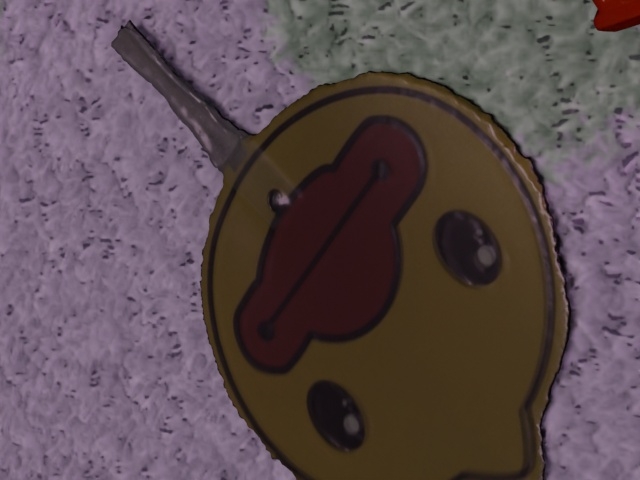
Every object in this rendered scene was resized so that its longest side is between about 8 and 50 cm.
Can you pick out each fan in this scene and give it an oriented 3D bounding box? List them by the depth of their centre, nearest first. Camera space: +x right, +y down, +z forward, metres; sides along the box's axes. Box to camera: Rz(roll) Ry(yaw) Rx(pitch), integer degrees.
[{"bbox_3d":[0.001,0.000,0.858,0.335,0.011,0.230,47,122,19],"label":"fan"}]

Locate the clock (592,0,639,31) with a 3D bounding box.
[{"bbox_3d":[0.167,-0.158,0.681,0.155,0.061,0.113,-15,89,41],"label":"clock"}]
